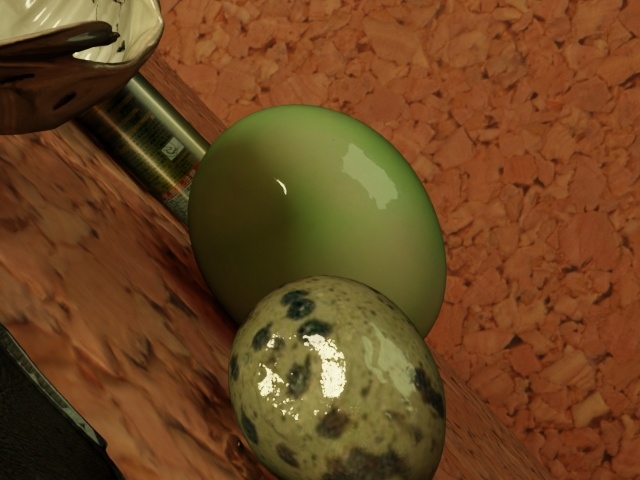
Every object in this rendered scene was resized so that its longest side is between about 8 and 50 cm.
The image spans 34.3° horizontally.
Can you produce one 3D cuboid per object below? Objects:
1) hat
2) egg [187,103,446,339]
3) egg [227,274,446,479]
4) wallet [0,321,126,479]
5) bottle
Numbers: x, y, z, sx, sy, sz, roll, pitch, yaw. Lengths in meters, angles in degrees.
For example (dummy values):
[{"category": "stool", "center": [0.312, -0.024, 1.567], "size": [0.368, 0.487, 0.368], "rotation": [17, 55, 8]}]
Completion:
[{"category": "hat", "center": [-0.228, -0.140, 0.625], "size": [0.232, 0.161, 0.275], "rotation": [37, 27, 10]}, {"category": "egg", "center": [0.000, 0.000, 0.968], "size": [0.270, 0.220, 0.220], "rotation": [46, 5, -4]}, {"category": "egg", "center": [0.012, 0.106, 0.707], "size": [0.141, 0.141, 0.182], "rotation": [41, 8, -50]}, {"category": "wallet", "center": [-0.193, -0.002, 0.355], "size": [0.318, 0.045, 0.172], "rotation": [48, 8, 2]}, {"category": "bottle", "center": [-0.191, -0.120, 1.092], "size": [0.286, 0.082, 0.082], "rotation": [46, 5, -19]}]
